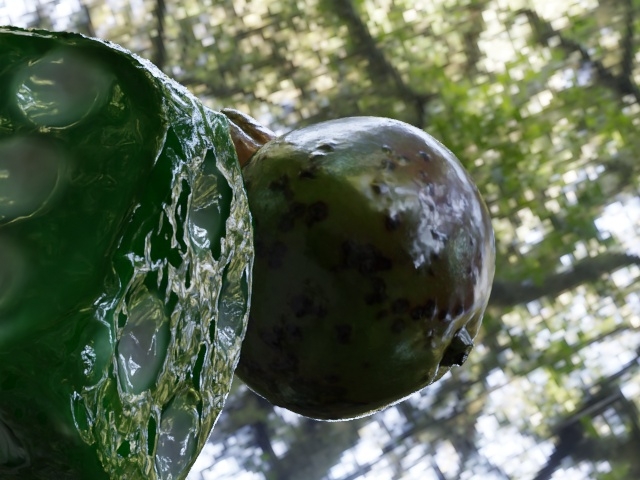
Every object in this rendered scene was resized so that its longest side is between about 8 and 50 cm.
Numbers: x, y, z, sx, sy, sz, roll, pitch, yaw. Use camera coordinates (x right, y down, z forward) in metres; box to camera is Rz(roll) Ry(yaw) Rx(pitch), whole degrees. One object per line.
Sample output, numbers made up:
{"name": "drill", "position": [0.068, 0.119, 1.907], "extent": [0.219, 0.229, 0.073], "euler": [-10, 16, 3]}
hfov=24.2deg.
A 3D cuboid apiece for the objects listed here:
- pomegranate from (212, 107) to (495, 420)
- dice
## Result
{"name": "pomegranate", "position": [0.000, 0.000, 0.772], "extent": [0.205, 0.159, 0.159], "euler": [44, -36, 32]}
{"name": "dice", "position": [-0.099, 0.014, 0.473], "extent": [0.130, 0.128, 0.120], "euler": [12, -35, 15]}
